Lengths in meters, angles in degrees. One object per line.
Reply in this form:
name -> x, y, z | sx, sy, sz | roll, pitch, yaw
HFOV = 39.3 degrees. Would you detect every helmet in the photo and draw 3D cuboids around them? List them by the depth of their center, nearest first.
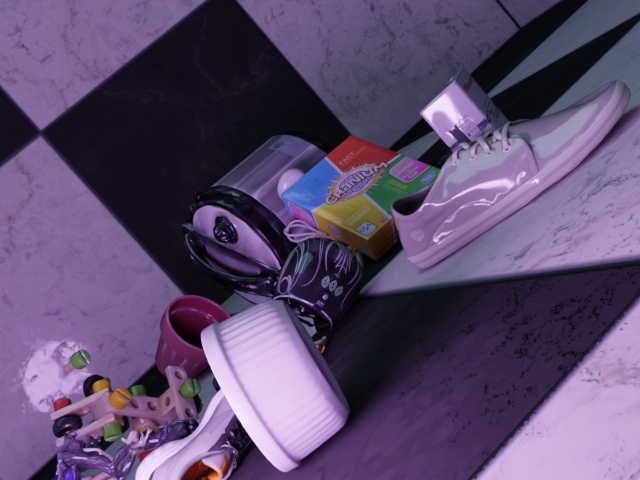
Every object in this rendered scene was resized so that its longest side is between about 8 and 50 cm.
helmet -> 0.000, 0.073, 1.689 | 0.162, 0.169, 0.169 | -62, 14, -25

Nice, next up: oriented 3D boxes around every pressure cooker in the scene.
pressure cooker -> -0.131, -0.035, 2.294 | 0.420, 0.376, 0.370 | -44, 9, -32

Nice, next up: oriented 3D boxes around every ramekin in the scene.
ramekin -> -0.050, 0.171, 1.120 | 0.109, 0.207, 0.207 | -32, 6, 1

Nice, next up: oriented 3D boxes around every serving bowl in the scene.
serving bowl -> -0.060, -0.126, 2.106 | 0.083, 0.083, 0.027 | -43, 43, -18

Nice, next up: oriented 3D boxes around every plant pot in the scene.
plant pot -> -0.351, 0.277, 2.403 | 0.180, 0.201, 0.201 | -56, -3, 33

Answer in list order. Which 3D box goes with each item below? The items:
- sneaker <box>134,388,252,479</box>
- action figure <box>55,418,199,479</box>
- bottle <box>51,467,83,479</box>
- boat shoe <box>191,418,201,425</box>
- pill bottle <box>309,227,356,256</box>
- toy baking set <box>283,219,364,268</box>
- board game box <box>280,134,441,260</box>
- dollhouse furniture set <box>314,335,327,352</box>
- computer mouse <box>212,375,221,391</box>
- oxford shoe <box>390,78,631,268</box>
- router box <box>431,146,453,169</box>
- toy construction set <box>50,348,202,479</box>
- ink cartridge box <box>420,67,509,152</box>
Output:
sneaker -> -0.146, 0.305, 1.344 | 0.108, 0.100, 0.271 | 5, 38, 48
action figure -> -0.267, 0.359, 1.431 | 0.275, 0.141, 0.164 | -5, -24, 1
bottle -> -0.641, 0.636, 2.010 | 0.283, 0.092, 0.118 | -44, 6, -27
boat shoe -> -0.255, 0.387, 1.534 | 0.183, 0.065, 0.083 | -46, 6, 18
pill bottle -> 0.034, 0.011, 2.114 | 0.067, 0.120, 0.067 | -41, 6, 5
toy baking set -> 0.006, -0.001, 2.031 | 0.196, 0.030, 0.256 | -13, 54, 17
board game box -> 0.096, -0.105, 2.008 | 0.242, 0.064, 0.316 | -42, 41, -19
dollhouse furniture set -> -0.051, 0.224, 1.578 | 0.151, 0.059, 0.076 | -20, 3, 12
computer mouse -> -0.186, 0.275, 1.859 | 0.071, 0.041, 0.242 | -50, -2, -3
oxford shoe -> 0.286, -0.119, 1.432 | 0.449, 0.130, 0.169 | -37, 6, 27
router box -> 0.336, -0.208, 2.143 | 0.133, 0.046, 0.179 | -47, 8, -39
toy construction set -> -0.353, 0.353, 1.693 | 0.237, 0.257, 0.309 | -34, 30, 25
ink cartridge box -> 0.279, -0.190, 1.577 | 0.087, 0.208, 0.153 | -39, 6, 23
